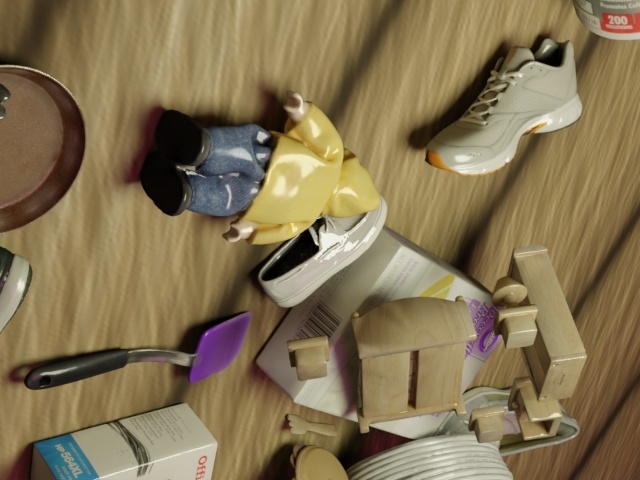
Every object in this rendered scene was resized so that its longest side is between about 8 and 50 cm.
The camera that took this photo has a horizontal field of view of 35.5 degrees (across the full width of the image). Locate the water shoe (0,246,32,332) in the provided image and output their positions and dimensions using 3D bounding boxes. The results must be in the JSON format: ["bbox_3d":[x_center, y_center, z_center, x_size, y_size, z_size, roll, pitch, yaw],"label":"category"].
[{"bbox_3d":[-0.355,0.087,0.954,0.080,0.073,0.203,31,98,-22],"label":"water shoe"}]

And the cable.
[{"bbox_3d":[0.157,0.368,1.500,0.257,0.089,0.257,-13,151,-3],"label":"cable"}]

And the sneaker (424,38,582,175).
[{"bbox_3d":[0.225,-0.176,1.254,0.262,0.099,0.121,-32,129,-31],"label":"sneaker"}]

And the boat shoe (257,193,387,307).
[{"bbox_3d":[0.000,0.000,1.201,0.184,0.066,0.063,-38,140,1],"label":"boat shoe"}]

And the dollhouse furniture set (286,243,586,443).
[{"bbox_3d":[0.133,0.138,1.291,0.356,0.173,0.303,-8,142,-4],"label":"dollhouse furniture set"}]

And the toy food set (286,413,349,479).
[{"bbox_3d":[-0.004,0.344,1.382,0.039,0.192,0.132,-28,149,27],"label":"toy food set"}]

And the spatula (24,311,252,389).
[{"bbox_3d":[-0.199,0.136,1.141,0.297,0.030,0.084,-5,124,-40],"label":"spatula"}]

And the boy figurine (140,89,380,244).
[{"bbox_3d":[-0.042,-0.077,1.078,0.285,0.092,0.177,1,118,-43],"label":"boy figurine"}]

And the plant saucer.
[{"bbox_3d":[-0.293,-0.083,0.898,0.169,0.029,0.168,-22,131,-28],"label":"plant saucer"}]

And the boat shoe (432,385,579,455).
[{"bbox_3d":[0.301,0.314,1.662,0.321,0.103,0.118,-1,119,-41],"label":"boat shoe"}]

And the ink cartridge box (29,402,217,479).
[{"bbox_3d":[-0.235,0.294,1.185,0.203,0.086,0.148,-10,125,-36],"label":"ink cartridge box"}]

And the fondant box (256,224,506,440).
[{"bbox_3d":[0.102,0.130,1.357,0.330,0.096,0.238,27,99,-50],"label":"fondant box"}]

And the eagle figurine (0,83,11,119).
[{"bbox_3d":[-0.400,-0.026,0.746,0.298,0.226,0.225,-33,98,-57],"label":"eagle figurine"}]

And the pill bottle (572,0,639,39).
[{"bbox_3d":[0.349,-0.384,1.145,0.161,0.161,0.283,-42,139,-9],"label":"pill bottle"}]
